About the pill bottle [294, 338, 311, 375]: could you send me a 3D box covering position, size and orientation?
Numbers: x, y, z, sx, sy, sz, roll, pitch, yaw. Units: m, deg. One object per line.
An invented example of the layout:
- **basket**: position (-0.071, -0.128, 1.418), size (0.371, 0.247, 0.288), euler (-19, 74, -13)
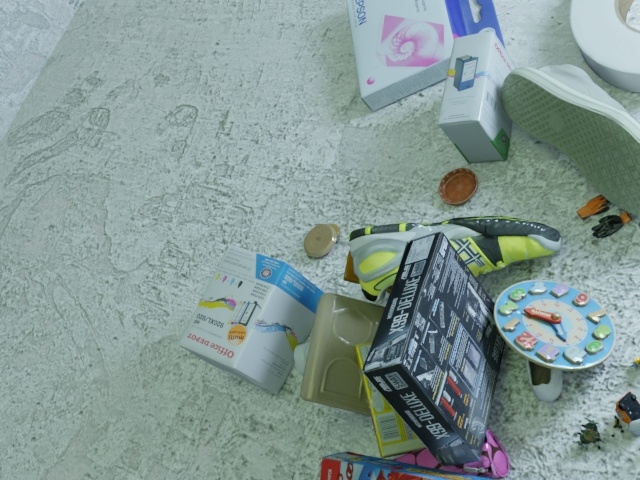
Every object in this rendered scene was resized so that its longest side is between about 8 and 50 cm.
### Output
- **pill bottle**: position (0.022, 0.218, 1.778), size (0.137, 0.078, 0.078), euler (-18, 55, 24)

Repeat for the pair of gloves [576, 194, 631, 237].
- **pair of gloves**: position (0.513, -0.046, 1.657), size (0.074, 0.010, 0.083), euler (-33, 53, 11)

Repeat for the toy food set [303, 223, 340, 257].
- **toy food set**: position (0.000, 0.000, 1.961), size (0.082, 0.020, 0.083), euler (-2, 63, 33)

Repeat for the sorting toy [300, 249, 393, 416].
- **sorting toy**: position (0.099, 0.177, 1.715), size (0.229, 0.041, 0.307), euler (13, 65, -4)

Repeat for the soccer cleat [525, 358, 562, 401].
- **soccer cleat**: position (0.382, 0.177, 1.566), size (0.068, 0.076, 0.196), euler (-13, 57, 27)

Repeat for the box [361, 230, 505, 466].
- **box**: position (0.202, 0.173, 1.511), size (0.076, 0.242, 0.307), euler (-19, 32, 35)

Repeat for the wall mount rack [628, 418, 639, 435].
- **wall mount rack**: position (0.568, 0.341, 1.259), size (0.304, 0.130, 0.350), euler (-30, 44, 51)

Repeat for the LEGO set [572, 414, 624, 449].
- **LEGO set**: position (0.448, 0.310, 1.481), size (0.083, 0.023, 0.054), euler (-6, 89, 11)

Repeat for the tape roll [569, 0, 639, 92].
- **tape roll**: position (0.678, -0.460, 1.755), size (0.392, 0.072, 0.392), euler (-16, 55, 25)

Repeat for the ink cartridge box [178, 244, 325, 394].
- **ink cartridge box**: position (-0.136, 0.160, 1.856), size (0.171, 0.168, 0.232), euler (16, 74, 38)

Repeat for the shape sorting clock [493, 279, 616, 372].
- **shape sorting clock**: position (0.394, 0.137, 1.540), size (0.206, 0.040, 0.206), euler (2, 44, -2)

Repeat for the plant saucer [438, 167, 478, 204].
- **plant saucer**: position (0.279, -0.108, 1.846), size (0.083, 0.013, 0.083), euler (-16, 57, 25)

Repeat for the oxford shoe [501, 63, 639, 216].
- **oxford shoe**: position (0.515, -0.196, 1.665), size (0.130, 0.169, 0.449), euler (-19, 45, -25)

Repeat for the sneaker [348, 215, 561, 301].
- **sneaker**: position (0.249, 0.032, 1.694), size (0.385, 0.145, 0.147), euler (-4, 91, 11)

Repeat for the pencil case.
- **pencil case**: position (0.206, 0.385, 1.541), size (0.209, 0.095, 0.098), euler (-25, 18, 23)

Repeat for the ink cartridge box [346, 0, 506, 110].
- **ink cartridge box**: position (0.227, -0.490, 2.073), size (0.330, 0.071, 0.324), euler (-23, 53, 22)

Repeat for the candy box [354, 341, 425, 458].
- **candy box**: position (0.134, 0.278, 1.639), size (0.105, 0.027, 0.206), euler (-7, 68, -14)

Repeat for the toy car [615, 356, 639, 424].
- **toy car**: position (0.513, 0.246, 1.479), size (0.122, 0.060, 0.040), euler (-53, 2, -26)

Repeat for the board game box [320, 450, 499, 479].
- **board game box**: position (0.136, 0.516, 1.456), size (0.302, 0.086, 0.308), euler (1, 85, 34)

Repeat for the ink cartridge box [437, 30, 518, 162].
- **ink cartridge box**: position (0.320, -0.284, 1.829), size (0.093, 0.154, 0.212), euler (-1, 64, 35)
